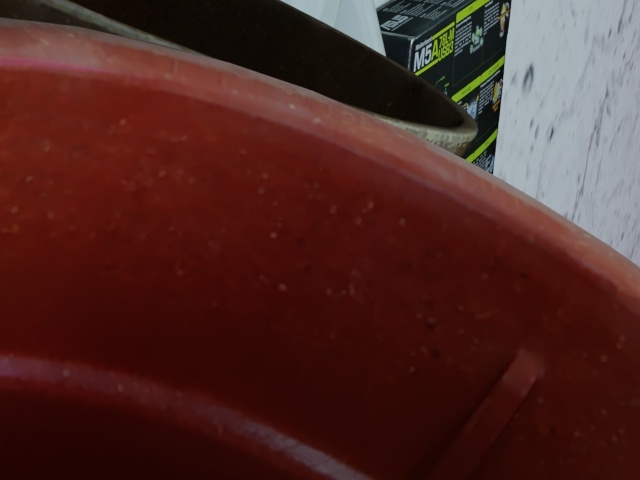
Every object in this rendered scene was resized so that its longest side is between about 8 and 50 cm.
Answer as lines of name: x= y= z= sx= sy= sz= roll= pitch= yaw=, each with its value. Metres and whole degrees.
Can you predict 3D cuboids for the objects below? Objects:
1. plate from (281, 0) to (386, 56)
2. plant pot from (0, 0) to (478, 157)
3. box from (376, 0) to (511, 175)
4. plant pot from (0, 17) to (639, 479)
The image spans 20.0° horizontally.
plate: x=0.000 y=0.000 z=0.819 sx=0.277 sy=0.045 sz=0.278 roll=76 pitch=19 yaw=-45
plant pot: x=-0.105 y=0.031 z=0.456 sx=0.230 sy=0.215 sz=0.215 roll=-66 pitch=163 yaw=11
box: x=0.062 y=-0.057 z=1.083 sx=0.191 sy=0.045 sz=0.184 roll=-41 pitch=136 yaw=-59
plant pot: x=-0.054 y=0.150 z=0.299 sx=0.265 sy=0.272 sz=0.272 roll=-58 pitch=174 yaw=34
